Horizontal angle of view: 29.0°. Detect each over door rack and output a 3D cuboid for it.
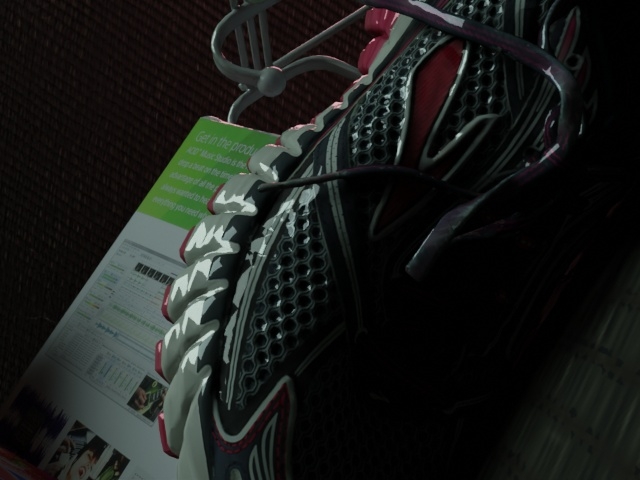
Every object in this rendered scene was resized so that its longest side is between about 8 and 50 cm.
[{"bbox_3d":[0.069,-0.199,0.771,0.324,0.108,0.239,-44,-15,-14],"label":"over door rack"}]

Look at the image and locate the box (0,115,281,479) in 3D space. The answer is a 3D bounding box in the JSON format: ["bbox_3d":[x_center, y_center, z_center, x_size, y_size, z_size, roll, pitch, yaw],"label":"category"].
[{"bbox_3d":[-0.075,0.090,0.627,0.232,0.058,0.322,20,74,53],"label":"box"}]

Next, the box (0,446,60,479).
[{"bbox_3d":[-0.131,0.151,0.447,0.128,0.122,0.257,-58,27,-11],"label":"box"}]

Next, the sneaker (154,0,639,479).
[{"bbox_3d":[0.047,-0.018,0.415,0.112,0.121,0.299,2,61,50],"label":"sneaker"}]
